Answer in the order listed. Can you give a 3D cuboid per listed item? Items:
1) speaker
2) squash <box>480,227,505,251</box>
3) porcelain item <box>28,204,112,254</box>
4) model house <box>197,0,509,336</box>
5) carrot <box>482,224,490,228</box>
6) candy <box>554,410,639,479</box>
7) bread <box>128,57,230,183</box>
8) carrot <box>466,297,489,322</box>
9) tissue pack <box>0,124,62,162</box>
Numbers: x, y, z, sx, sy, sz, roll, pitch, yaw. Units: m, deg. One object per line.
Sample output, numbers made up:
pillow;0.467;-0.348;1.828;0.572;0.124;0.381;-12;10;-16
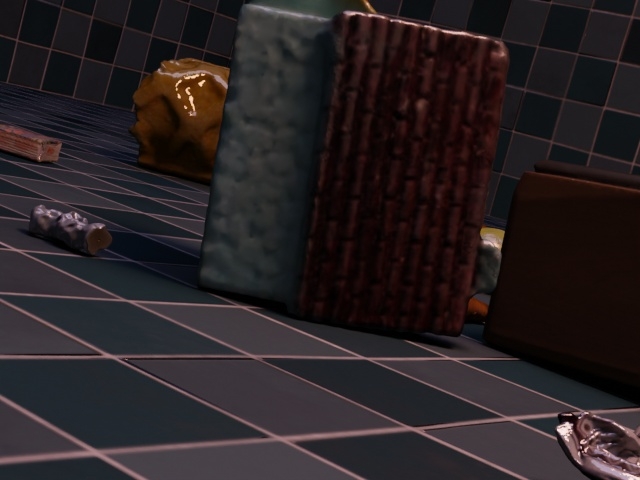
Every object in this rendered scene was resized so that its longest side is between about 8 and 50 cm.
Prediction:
speaker;0.290;0.040;1.106;0.231;0.193;0.153;15;5;37
squash;0.278;0.041;1.584;0.250;0.083;0.083;15;5;-29
porcelain item;-0.211;-0.011;1.028;0.083;0.028;0.036;18;9;34
model house;0.045;-0.076;1.075;0.248;0.281;0.230;10;7;1
carrot;0.150;-0.008;1.601;0.260;0.070;0.070;21;3;-26
candy;0.230;0.133;0.721;0.226;0.051;0.094;12;10;-33
bread;-0.155;-0.180;1.994;0.252;0.196;0.238;14;9;8
carrot;0.122;0.061;1.204;0.165;0.036;0.035;13;6;-45
tissue pack;-0.394;-0.129;1.638;0.083;0.035;0.063;16;6;12
